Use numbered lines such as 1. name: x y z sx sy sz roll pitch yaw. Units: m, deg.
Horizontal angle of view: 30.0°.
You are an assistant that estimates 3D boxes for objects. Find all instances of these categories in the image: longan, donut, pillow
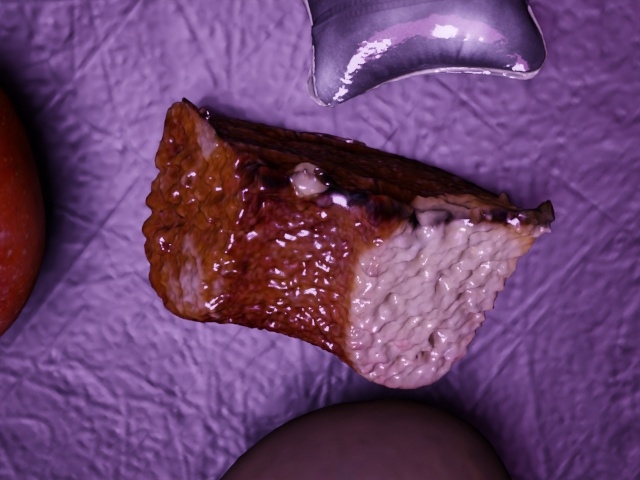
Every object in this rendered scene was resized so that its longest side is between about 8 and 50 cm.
1. longan: 0.016 0.187 0.650 0.198 0.198 0.212 20 115 1
2. donut: 0.008 0.001 0.669 0.186 0.144 0.126 11 106 -28
3. pillow: 0.056 -0.126 0.672 0.135 0.055 0.091 -6 95 3

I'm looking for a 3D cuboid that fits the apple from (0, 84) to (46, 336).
1. apple: -0.245 -0.022 0.659 0.201 0.162 0.201 1 109 4
